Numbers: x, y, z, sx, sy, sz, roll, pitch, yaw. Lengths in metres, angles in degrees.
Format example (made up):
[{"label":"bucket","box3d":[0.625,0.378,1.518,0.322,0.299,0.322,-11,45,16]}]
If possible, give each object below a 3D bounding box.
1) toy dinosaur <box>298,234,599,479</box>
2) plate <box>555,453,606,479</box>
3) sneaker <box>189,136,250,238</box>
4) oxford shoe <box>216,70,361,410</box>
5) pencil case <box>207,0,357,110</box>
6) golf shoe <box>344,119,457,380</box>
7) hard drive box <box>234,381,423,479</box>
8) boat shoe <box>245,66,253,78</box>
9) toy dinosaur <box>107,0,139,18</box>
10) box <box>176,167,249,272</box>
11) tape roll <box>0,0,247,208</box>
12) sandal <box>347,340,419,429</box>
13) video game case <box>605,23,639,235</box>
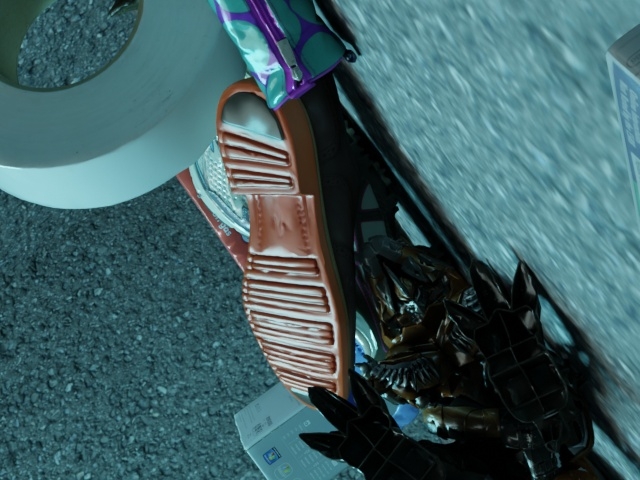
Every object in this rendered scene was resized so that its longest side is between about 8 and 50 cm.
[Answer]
[{"label":"toy dinosaur","box3d":[0.123,0.112,0.832,0.322,0.164,0.218,32,180,30]},{"label":"plate","box3d":[0.230,0.244,1.086,0.278,0.045,0.277,56,177,-24]},{"label":"sneaker","box3d":[-0.089,-0.128,1.178,0.283,0.110,0.122,64,171,10]},{"label":"oxford shoe","box3d":[0.000,0.000,0.949,0.097,0.098,0.271,11,119,37]},{"label":"pencil case","box3d":[-0.043,-0.159,0.782,0.151,0.064,0.070,56,-172,-20]},{"label":"golf shoe","box3d":[0.018,-0.003,1.028,0.272,0.120,0.105,56,178,12]},{"label":"hard drive box","box3d":[0.022,0.187,1.472,0.089,0.232,0.181,55,177,-8]},{"label":"boat shoe","box3d":[-0.018,-0.109,1.116,0.137,0.043,0.049,54,175,-11]},{"label":"toy dinosaur","box3d":[-0.302,-0.397,1.633,0.313,0.121,0.160,49,162,20]},{"label":"box","box3d":[-0.068,-0.066,1.385,0.300,0.142,0.154,56,177,-4]},{"label":"tape roll","box3d":[-0.207,-0.173,1.061,0.286,0.286,0.100,54,177,19]},{"label":"sandal","box3d":[0.059,0.095,1.259,0.126,0.138,0.317,54,175,48]},{"label":"video game case","box3d":[0.158,0.051,0.372,0.183,0.023,0.201,52,176,35]}]
